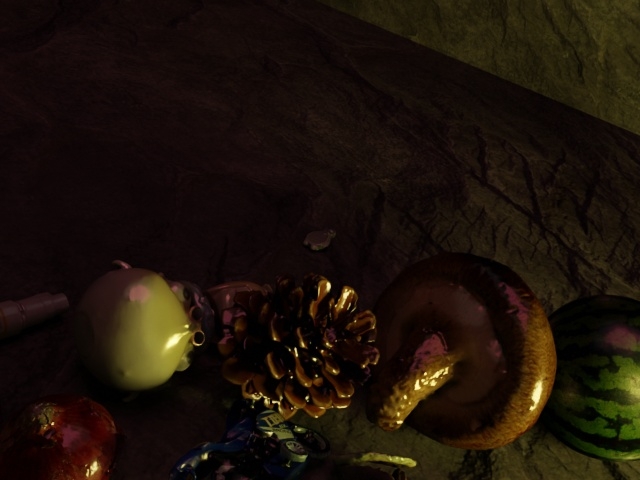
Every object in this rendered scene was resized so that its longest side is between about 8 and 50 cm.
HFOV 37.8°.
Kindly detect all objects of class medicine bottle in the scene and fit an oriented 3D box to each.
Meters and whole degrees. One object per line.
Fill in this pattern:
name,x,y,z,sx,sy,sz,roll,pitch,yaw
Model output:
medicine bottle,-0.536,0.129,1.571,0.221,0.061,0.092,-16,23,-42

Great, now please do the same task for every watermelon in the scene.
watermelon,0.499,0.237,1.623,0.285,0.285,0.285,11,30,-6

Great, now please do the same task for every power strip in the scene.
power strip,0.000,0.000,2.055,0.055,0.035,0.083,33,48,28

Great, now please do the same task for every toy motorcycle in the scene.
toy motorcycle,-0.103,0.314,1.386,0.169,0.113,0.315,29,17,18

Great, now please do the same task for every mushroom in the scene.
mushroom,0.232,0.183,1.585,0.345,0.345,0.239,21,-5,11

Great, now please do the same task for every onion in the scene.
onion,-0.368,0.278,1.305,0.184,0.147,0.184,1,40,-1

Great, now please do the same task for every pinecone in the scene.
pinecone,-0.024,0.170,1.507,0.264,0.264,0.264,11,30,-6

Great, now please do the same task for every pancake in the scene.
pancake,0.082,0.339,1.445,0.130,0.116,0.022,-1,73,7

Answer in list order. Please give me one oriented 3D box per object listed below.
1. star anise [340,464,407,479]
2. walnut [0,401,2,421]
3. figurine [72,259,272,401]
star anise,0.112,0.397,1.337,0.213,0.129,0.282,12,12,-8
walnut,-0.498,0.265,1.297,0.116,0.115,0.207,5,27,-16
figurine,-0.245,0.131,1.607,0.394,0.226,0.275,-7,7,-43
